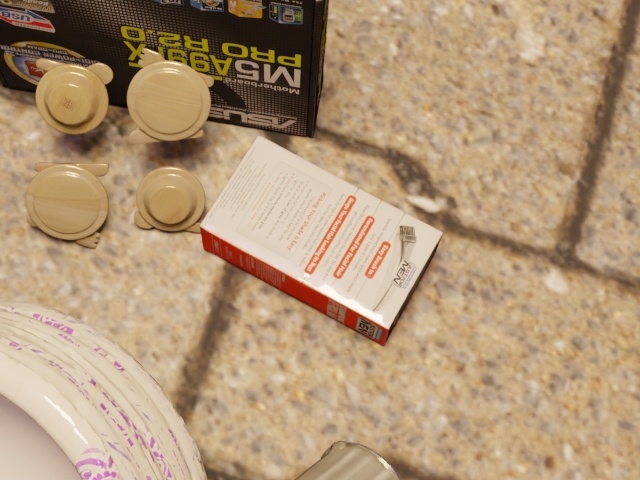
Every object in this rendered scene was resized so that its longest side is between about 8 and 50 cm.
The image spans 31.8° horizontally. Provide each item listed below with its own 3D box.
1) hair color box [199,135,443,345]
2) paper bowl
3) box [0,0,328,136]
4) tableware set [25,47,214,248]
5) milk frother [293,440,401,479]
[{"bbox_3d":[0.000,0.000,0.887,0.167,0.053,0.093,28,71,9],"label":"hair color box"},{"bbox_3d":[-0.200,0.179,0.729,0.284,0.148,0.284,4,103,20],"label":"paper bowl"},{"bbox_3d":[-0.129,-0.171,0.855,0.270,0.216,0.060,10,69,1],"label":"box"},{"bbox_3d":[-0.157,-0.069,0.873,0.141,0.020,0.169,5,113,-4],"label":"tableware set"},{"bbox_3d":[-0.026,0.226,0.791,0.135,0.143,0.129,-28,110,-47],"label":"milk frother"}]
